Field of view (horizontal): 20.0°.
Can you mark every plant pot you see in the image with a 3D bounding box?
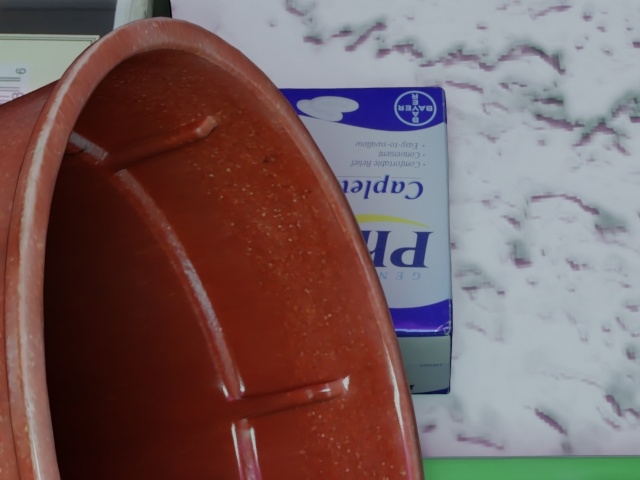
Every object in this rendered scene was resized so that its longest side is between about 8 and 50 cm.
[{"bbox_3d":[-0.135,0.090,0.628,0.265,0.272,0.272,-14,58,23],"label":"plant pot"}]

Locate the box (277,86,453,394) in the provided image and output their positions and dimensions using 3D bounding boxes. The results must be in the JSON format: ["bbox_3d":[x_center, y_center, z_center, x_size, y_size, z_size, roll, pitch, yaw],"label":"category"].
[{"bbox_3d":[0.000,0.000,0.876,0.126,0.072,0.137,0,62,0],"label":"box"}]

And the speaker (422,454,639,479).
[{"bbox_3d":[0.106,0.153,0.761,0.296,0.131,0.131,0,61,0],"label":"speaker"}]

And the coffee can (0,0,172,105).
[{"bbox_3d":[-0.209,-0.027,0.817,0.275,0.201,0.201,1,61,0],"label":"coffee can"}]
